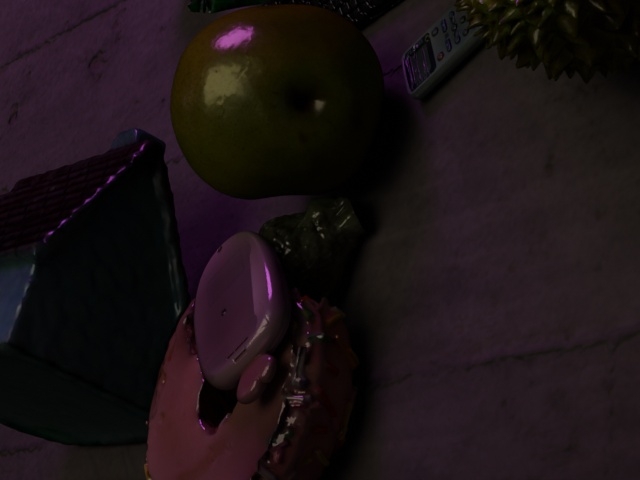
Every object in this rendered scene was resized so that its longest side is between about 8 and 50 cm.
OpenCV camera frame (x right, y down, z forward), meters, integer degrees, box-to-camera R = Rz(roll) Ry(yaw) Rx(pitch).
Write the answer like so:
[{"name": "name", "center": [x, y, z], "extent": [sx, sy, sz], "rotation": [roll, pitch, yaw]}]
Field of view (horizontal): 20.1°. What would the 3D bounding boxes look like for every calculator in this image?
[{"name": "calculator", "center": [-0.064, 0.060, 1.428], "extent": [0.103, 0.024, 0.166], "rotation": [-47, 35, 25]}]

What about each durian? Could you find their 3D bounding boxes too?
[{"name": "durian", "center": [0.181, -0.209, 1.225], "extent": [0.237, 0.177, 0.200], "rotation": [52, 127, 58]}]

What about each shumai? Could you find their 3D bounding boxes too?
[{"name": "shumai", "center": [0.000, 0.000, 1.476], "extent": [0.080, 0.082, 0.083], "rotation": [-46, 62, 31]}]

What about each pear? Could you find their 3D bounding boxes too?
[{"name": "pear", "center": [-0.041, -0.112, 1.512], "extent": [0.166, 0.180, 0.216], "rotation": [69, 165, -2]}]

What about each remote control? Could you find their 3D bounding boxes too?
[{"name": "remote control", "center": [0.110, -0.165, 1.446], "extent": [0.124, 0.018, 0.053], "rotation": [-42, 42, 36]}]

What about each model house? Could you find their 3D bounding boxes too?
[{"name": "model house", "center": [-0.228, 0.035, 1.673], "extent": [0.280, 0.230, 0.248], "rotation": [-10, 56, 50]}]

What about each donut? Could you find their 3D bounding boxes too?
[{"name": "donut", "center": [-0.058, 0.144, 1.472], "extent": [0.233, 0.085, 0.199], "rotation": [-5, 69, 54]}]

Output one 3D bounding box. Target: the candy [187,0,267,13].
[{"name": "candy", "center": [-0.030, -0.294, 1.665], "extent": [0.203, 0.078, 0.141], "rotation": [-17, 70, 36]}]

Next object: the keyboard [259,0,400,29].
[{"name": "keyboard", "center": [0.029, -0.221, 1.561], "extent": [0.231, 0.023, 0.072], "rotation": [-29, 86, 45]}]
